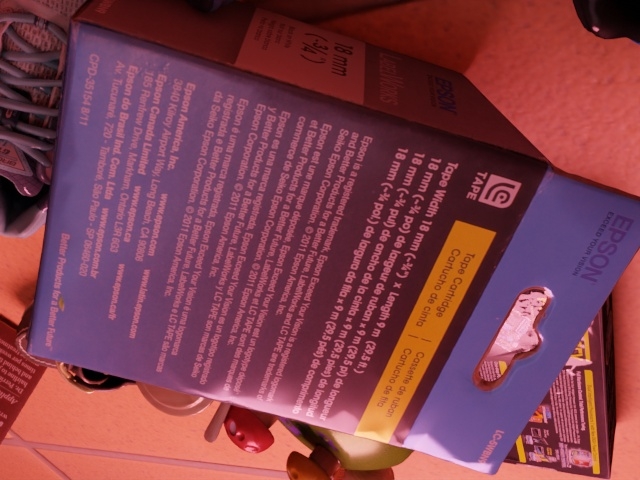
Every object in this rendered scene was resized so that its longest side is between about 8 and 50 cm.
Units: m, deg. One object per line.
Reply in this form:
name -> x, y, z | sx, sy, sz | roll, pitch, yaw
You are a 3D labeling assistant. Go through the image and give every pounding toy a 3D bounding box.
pounding toy -> -0.015, 0.185, 0.769 | 0.183, 0.110, 0.237 | 35, 155, 22

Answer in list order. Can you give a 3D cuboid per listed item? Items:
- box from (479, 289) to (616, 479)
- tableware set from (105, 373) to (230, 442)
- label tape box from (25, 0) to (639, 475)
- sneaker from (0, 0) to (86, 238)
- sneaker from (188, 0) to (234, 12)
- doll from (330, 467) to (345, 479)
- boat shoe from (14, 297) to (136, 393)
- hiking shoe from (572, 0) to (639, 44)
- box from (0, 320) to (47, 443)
box -> 0.135, 0.099, 0.693 | 0.216, 0.060, 0.270 | 2, 139, 24
tableware set -> -0.100, 0.066, 0.720 | 0.128, 0.039, 0.194 | 30, 105, 13
label tape box -> 0.000, 0.000, 0.530 | 0.334, 0.106, 0.240 | 16, 123, -7
sneaker -> -0.189, -0.096, 0.567 | 0.110, 0.122, 0.283 | 25, 143, -2
sneaker -> -0.115, -0.208, 0.427 | 0.209, 0.082, 0.069 | 41, 141, -21
doll -> 0.080, 0.354, 1.047 | 0.189, 0.046, 0.129 | 43, 140, -24
boat shoe -> -0.230, 0.110, 0.868 | 0.305, 0.091, 0.109 | -7, 134, 33
hiking shoe -> 0.242, -0.088, 0.345 | 0.304, 0.132, 0.113 | 18, 143, 7
box -> -0.500, 0.252, 0.941 | 0.191, 0.381, 0.143 | 39, 141, -21
